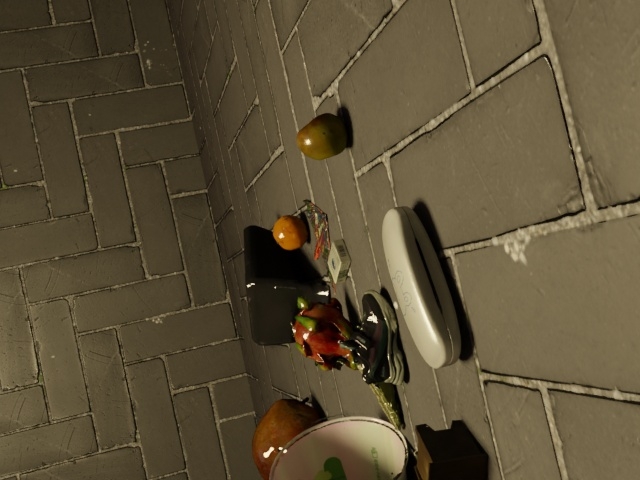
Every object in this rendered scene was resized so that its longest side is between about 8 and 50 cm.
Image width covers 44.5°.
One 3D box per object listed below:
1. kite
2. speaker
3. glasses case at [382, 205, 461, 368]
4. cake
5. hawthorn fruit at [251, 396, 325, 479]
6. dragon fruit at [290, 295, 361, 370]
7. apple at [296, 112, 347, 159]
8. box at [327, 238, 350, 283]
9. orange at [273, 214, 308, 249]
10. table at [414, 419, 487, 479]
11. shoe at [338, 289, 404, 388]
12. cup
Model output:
[{"bbox_3d":[-0.001,0.000,1.680,0.189,0.009,0.232,106,149,-61],"label":"kite"},{"bbox_3d":[-0.087,0.105,1.893,0.388,0.184,0.180,-107,12,-66],"label":"speaker"},{"bbox_3d":[0.138,0.063,1.090,0.092,0.059,0.233,117,138,-66],"label":"glasses case"},{"bbox_3d":[0.121,0.271,1.402,0.140,0.055,0.051,60,164,0],"label":"cake"},{"bbox_3d":[-0.069,0.511,2.035,0.248,0.208,0.208,-81,-5,-47],"label":"hawthorn fruit"},{"bbox_3d":[0.029,0.189,1.542,0.175,0.138,0.142,21,168,40],"label":"dragon fruit"},{"bbox_3d":[0.002,-0.180,1.362,0.074,0.089,0.089,68,168,-10],"label":"apple"},{"bbox_3d":[0.037,0.042,1.544,0.083,0.024,0.054,103,150,-57],"label":"box"},{"bbox_3d":[-0.069,-0.018,1.792,0.083,0.083,0.084,168,90,-76],"label":"orange"},{"bbox_3d":[0.177,0.307,1.097,0.082,0.083,0.070,-114,20,-61],"label":"table"},{"bbox_3d":[0.080,0.171,1.326,0.071,0.099,0.169,133,125,-76],"label":"shoe"},{"bbox_3d":[0.062,0.501,1.428,0.253,0.253,0.274,-134,26,-64],"label":"cup"}]
